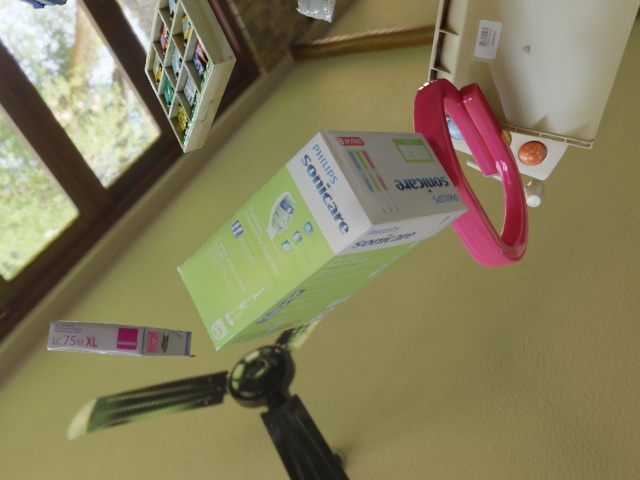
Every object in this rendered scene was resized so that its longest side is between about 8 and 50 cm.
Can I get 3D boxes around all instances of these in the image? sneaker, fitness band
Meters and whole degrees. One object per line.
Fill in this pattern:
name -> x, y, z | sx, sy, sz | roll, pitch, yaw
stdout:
sneaker -> 0.000, -0.396, 1.048 | 0.061, 0.054, 0.152 | 8, -105, 1
fitness band -> 0.212, -0.093, 0.987 | 0.054, 0.291, 0.209 | -14, -140, 33

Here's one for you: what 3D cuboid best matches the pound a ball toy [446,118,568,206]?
pound a ball toy -> 0.368, -0.191, 1.490 | 0.319, 0.208, 0.136 | 20, -143, -6

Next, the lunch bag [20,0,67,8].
lunch bag -> -0.553, -0.542, 1.365 | 0.090, 0.176, 0.219 | 2, -173, 2

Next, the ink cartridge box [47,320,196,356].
ink cartridge box -> -0.377, 0.198, 1.423 | 0.185, 0.311, 0.065 | 3, -101, 9

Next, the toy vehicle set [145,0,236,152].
toy vehicle set -> -0.206, -0.267, 1.091 | 0.035, 0.166, 0.267 | -22, 169, -25

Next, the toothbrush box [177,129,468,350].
toothbrush box -> 0.000, 0.000, 0.856 | 0.283, 0.122, 0.206 | -39, 162, 36

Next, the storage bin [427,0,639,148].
storage bin -> 0.301, -0.294, 1.020 | 0.260, 0.262, 0.123 | 15, -139, 13
